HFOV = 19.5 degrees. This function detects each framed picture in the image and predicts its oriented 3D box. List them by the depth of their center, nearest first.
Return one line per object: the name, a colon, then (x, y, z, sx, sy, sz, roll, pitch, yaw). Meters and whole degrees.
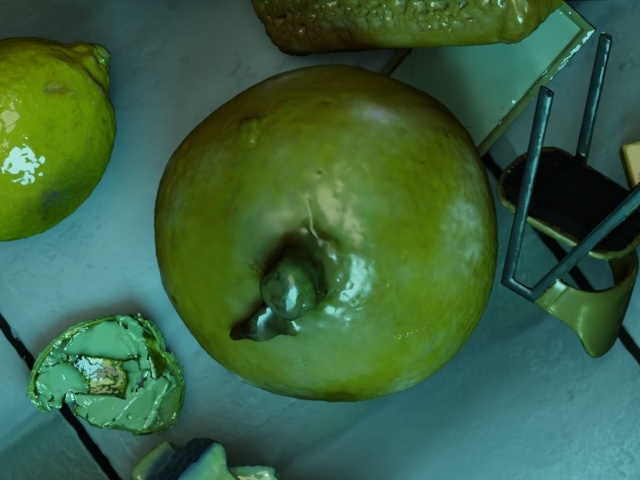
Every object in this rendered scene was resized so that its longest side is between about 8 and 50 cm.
framed picture: (0.158, -0.181, 1.845, 0.136, 0.010, 0.201, 43, 117, 4)

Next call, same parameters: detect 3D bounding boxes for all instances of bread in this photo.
bread: (0.064, -0.269, 1.742, 0.109, 0.380, 0.185, -34, 113, -32)

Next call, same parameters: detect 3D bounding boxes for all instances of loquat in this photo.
loquat: (0.000, 0.000, 1.733, 0.328, 0.359, 0.328, 3, 104, 12)

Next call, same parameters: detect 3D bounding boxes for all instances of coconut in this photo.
coconut: (-0.206, 0.135, 1.890, 0.158, 0.055, 0.133, 25, 88, 6)

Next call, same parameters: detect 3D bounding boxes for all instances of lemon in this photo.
lemon: (-0.306, -0.103, 1.853, 0.256, 0.188, 0.188, -40, 83, 4)

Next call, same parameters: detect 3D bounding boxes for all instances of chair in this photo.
chair: (0.251, -0.031, 1.733, 0.172, 0.159, 0.247, 35, 126, 12)

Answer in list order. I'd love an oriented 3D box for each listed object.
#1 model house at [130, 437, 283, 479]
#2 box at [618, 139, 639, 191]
model house: (-0.123, 0.354, 1.805, 0.321, 0.261, 0.266, -45, 56, -15)
box: (0.409, 0.017, 1.818, 0.174, 0.076, 0.274, -15, 85, 7)
